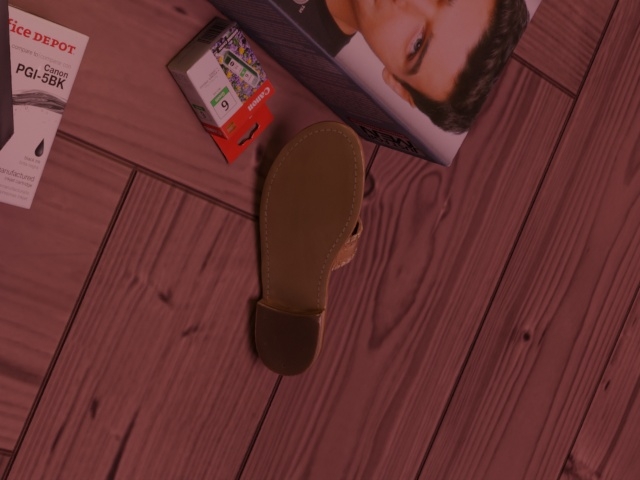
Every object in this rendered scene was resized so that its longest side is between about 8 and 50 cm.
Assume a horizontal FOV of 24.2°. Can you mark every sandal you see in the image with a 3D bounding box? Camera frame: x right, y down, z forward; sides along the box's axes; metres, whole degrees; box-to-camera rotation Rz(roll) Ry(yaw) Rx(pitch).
[{"bbox_3d":[-0.006,-0.002,1.320,0.079,0.088,0.240,-45,149,-66],"label":"sandal"}]

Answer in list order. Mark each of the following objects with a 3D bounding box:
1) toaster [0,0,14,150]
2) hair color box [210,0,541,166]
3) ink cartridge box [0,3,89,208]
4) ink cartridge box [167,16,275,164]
[{"bbox_3d":[-0.277,-0.137,0.922,0.168,0.110,0.185,0,110,-6],"label":"toaster"},{"bbox_3d":[0.017,-0.235,1.206,0.374,0.114,0.185,38,79,-46],"label":"hair color box"},{"bbox_3d":[-0.236,-0.101,1.055,0.099,0.056,0.135,16,95,-45],"label":"ink cartridge box"},{"bbox_3d":[-0.072,-0.119,1.225,0.063,0.029,0.115,-48,132,-20],"label":"ink cartridge box"}]
